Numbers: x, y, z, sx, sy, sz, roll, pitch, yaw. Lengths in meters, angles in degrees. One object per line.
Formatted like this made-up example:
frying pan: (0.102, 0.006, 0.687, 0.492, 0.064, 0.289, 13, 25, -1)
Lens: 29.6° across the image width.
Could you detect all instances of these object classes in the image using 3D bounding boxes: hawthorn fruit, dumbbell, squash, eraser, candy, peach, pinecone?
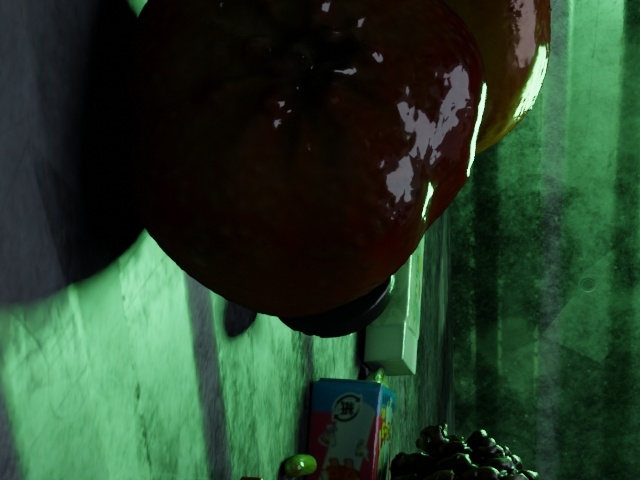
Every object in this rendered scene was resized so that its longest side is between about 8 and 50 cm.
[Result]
hawthorn fruit: (-0.020, -0.082, 0.935, 0.330, 0.287, 0.287, 109, -14, -76)
dumbbell: (0.000, 0.000, 1.268, 0.325, 0.143, 0.143, 77, 19, -53)
squash: (-0.026, 0.274, 1.473, 0.083, 0.027, 0.028, 39, 53, -75)
eraser: (0.132, 0.025, 2.089, 0.213, 0.082, 0.397, 51, 42, -72)
candy: (0.039, 0.345, 1.631, 0.157, 0.100, 0.306, 50, 44, -74)
peach: (0.160, -0.297, 1.627, 0.372, 0.289, 0.373, -176, -90, -88)
pinecone: (0.196, 0.373, 1.607, 0.257, 0.243, 0.244, -78, 166, -59)

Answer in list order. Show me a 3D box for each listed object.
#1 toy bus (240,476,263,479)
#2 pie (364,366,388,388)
toy bus: (-0.013, 0.372, 1.234, 0.329, 0.153, 0.143, 78, 16, -51)
pie: (0.086, 0.303, 2.007, 0.187, 0.041, 0.187, 1, 90, -79)
